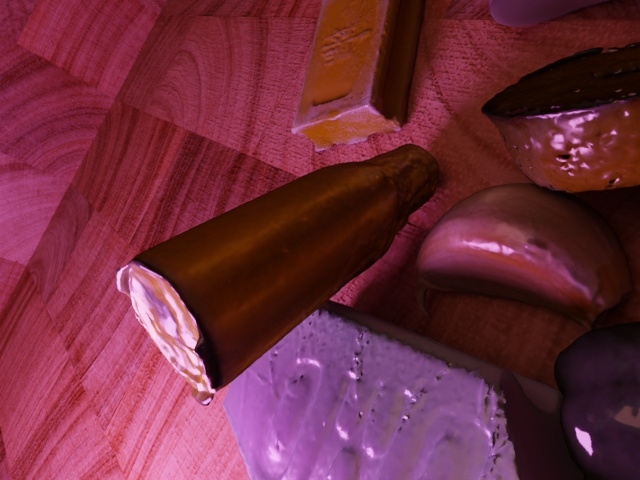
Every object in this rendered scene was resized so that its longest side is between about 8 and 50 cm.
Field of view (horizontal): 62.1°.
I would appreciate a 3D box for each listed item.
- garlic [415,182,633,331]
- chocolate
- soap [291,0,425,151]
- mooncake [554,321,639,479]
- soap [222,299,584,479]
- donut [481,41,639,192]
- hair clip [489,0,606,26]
[{"bbox_3d":[0.206,0.019,0.594,0.244,0.145,0.164,0,101,47],"label":"garlic"},{"bbox_3d":[0.000,0.000,0.632,0.445,0.162,0.162,-32,26,-36],"label":"chocolate"},{"bbox_3d":[0.067,-0.325,0.927,0.199,0.091,0.315,-3,68,43],"label":"soap"},{"bbox_3d":[0.275,0.155,0.447,0.104,0.168,0.175,-33,16,42],"label":"mooncake"},{"bbox_3d":[0.081,0.230,0.574,0.446,0.156,0.262,16,81,47],"label":"soap"},{"bbox_3d":[0.302,-0.125,0.502,0.271,0.107,0.272,-22,17,7],"label":"donut"},{"bbox_3d":[0.316,-0.341,0.647,0.282,0.172,0.114,16,90,60],"label":"hair clip"}]
